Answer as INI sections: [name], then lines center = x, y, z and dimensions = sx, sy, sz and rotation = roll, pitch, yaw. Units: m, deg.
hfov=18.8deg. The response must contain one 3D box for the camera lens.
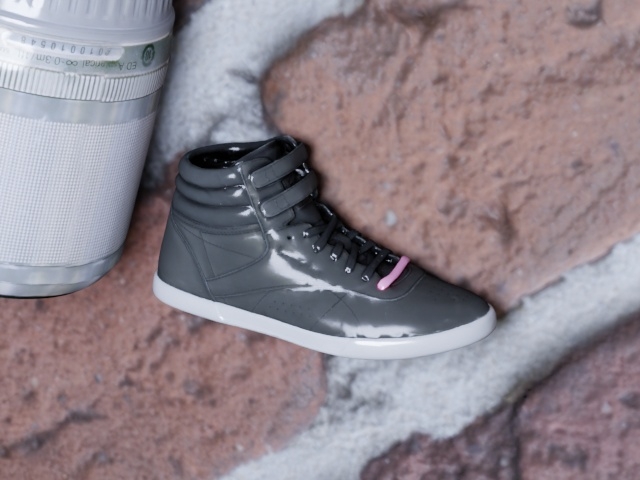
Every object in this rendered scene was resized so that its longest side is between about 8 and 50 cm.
[camera lens]
center = -0.241, -0.106, 1.538
dimensions = 0.219, 0.219, 0.274
rotation = 21, 113, 12

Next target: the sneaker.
[sneaker]
center = 0.000, 0.000, 1.547
dimensions = 0.296, 0.104, 0.147
rotation = 11, 115, 21
